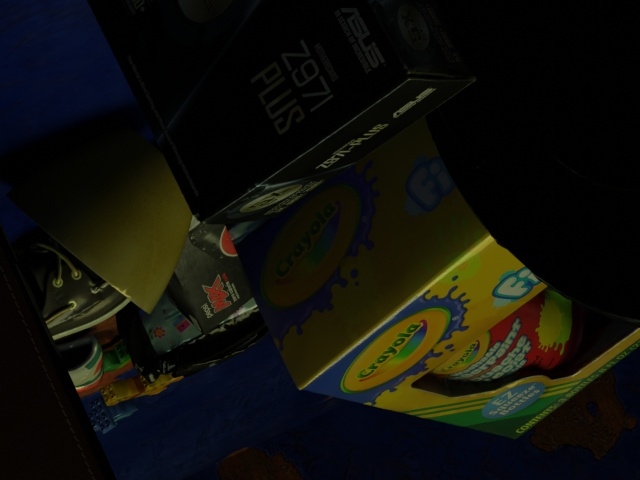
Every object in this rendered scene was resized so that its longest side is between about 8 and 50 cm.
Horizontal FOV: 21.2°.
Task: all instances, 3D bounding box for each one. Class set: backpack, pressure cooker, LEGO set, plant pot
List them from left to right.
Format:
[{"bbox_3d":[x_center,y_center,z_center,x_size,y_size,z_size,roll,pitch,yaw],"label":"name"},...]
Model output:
[{"bbox_3d":[-0.226,0.150,1.868,0.227,0.087,0.093,-35,166,32],"label":"LEGO set"},{"bbox_3d":[-0.144,-0.025,1.238,0.095,0.134,0.134,-49,169,-4],"label":"plant pot"},{"bbox_3d":[-0.101,0.056,1.667,0.182,0.115,0.152,-29,179,7],"label":"backpack"},{"bbox_3d":[0.307,-0.148,1.030,0.420,0.375,0.370,-15,160,-40],"label":"pressure cooker"}]

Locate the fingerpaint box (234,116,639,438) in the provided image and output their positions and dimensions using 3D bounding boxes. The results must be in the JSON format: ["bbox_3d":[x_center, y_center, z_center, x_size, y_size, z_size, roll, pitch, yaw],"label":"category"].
[{"bbox_3d":[0.211,-0.028,1.492,0.445,0.163,0.371,-40,148,21],"label":"fingerpaint box"}]

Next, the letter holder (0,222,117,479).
[{"bbox_3d":[-0.270,0.123,1.131,0.214,0.302,0.152,-25,168,-8],"label":"letter holder"}]

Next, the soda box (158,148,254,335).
[{"bbox_3d":[-0.107,0.001,1.378,0.060,0.053,0.169,-39,145,-14],"label":"soda box"}]

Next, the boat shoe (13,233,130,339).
[{"bbox_3d":[-0.227,0.039,1.399,0.228,0.081,0.068,-33,158,-4],"label":"boat shoe"}]

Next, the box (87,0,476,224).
[{"bbox_3d":[-0.030,-0.121,0.893,0.147,0.180,0.077,-33,167,29],"label":"box"}]

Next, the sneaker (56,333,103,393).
[{"bbox_3d":[-0.298,0.138,1.771,0.161,0.057,0.075,-20,150,-24],"label":"sneaker"}]
